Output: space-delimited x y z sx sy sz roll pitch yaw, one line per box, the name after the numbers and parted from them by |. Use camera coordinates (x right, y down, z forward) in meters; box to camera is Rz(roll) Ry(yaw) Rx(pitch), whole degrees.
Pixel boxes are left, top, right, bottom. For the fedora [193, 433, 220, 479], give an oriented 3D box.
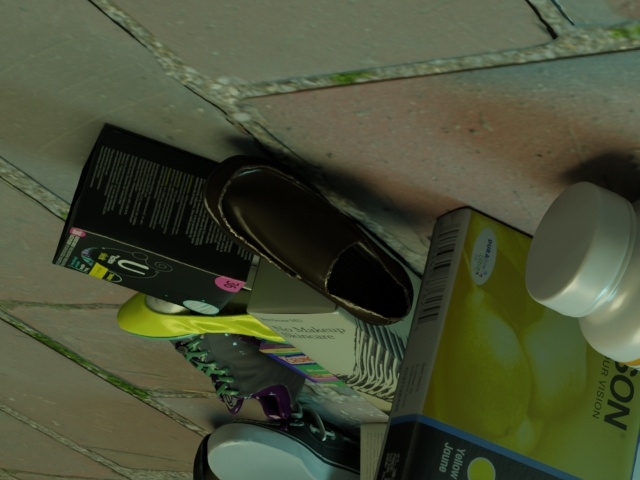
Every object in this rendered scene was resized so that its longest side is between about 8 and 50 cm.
-0.037 0.391 2.236 0.152 0.334 0.334 -24 147 10 | fedora

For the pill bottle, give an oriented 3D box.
0.290 0.045 1.305 0.245 0.136 0.136 23 157 -19 | pill bottle

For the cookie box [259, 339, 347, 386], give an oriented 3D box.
0.003 0.122 1.797 0.092 0.040 0.107 -6 150 42 | cookie box

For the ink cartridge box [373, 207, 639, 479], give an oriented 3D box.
0.205 0.169 1.436 0.307 0.304 0.072 22 158 -20 | ink cartridge box

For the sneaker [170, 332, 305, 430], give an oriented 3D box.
-0.107 0.130 1.811 0.223 0.098 0.083 25 156 -25 | sneaker

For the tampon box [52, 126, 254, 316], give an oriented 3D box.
-0.143 -0.014 1.483 0.161 0.101 0.120 19 158 -11 | tampon box

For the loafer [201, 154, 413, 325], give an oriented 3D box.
0.000 0.000 1.409 0.220 0.080 0.078 32 177 -18 | loafer

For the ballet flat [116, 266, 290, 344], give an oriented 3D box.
-0.109 0.058 1.695 0.231 0.077 0.077 3 134 20 | ballet flat

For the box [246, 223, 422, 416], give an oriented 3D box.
0.054 0.084 1.604 0.113 0.094 0.275 -2 153 36 | box

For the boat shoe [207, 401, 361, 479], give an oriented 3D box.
-0.034 0.257 2.060 0.113 0.105 0.306 -26 147 31 | boat shoe

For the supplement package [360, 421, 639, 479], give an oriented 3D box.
0.205 0.273 1.670 0.293 0.175 0.177 -4 173 39 | supplement package
